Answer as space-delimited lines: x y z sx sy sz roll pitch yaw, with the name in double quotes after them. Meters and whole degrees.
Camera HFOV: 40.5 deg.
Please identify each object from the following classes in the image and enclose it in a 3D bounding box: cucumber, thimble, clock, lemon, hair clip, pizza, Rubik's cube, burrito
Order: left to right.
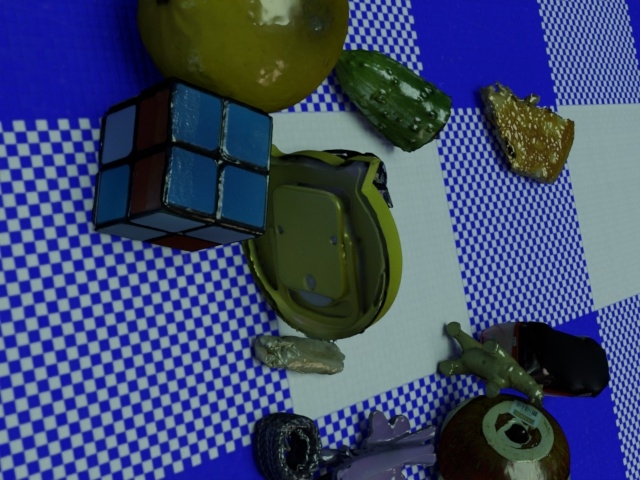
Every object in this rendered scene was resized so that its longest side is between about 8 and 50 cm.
-0.184 -0.093 1.159 0.167 0.180 0.183 16 69 -41 "Rubik's cube"
-0.104 -0.313 1.215 0.297 0.297 0.297 10 75 -43 "lemon"
-0.048 0.311 1.299 0.095 0.066 0.104 -21 100 -44 "thimble"
-0.027 0.180 1.358 0.188 0.045 0.058 14 79 -44 "burrito"
0.003 0.000 1.254 0.071 0.277 0.293 -23 123 -46 "clock"
0.083 0.349 1.413 0.278 0.090 0.137 -3 89 -49 "hair clip"
0.109 -0.269 1.533 0.244 0.134 0.134 30 62 -26 "cucumber"
0.439 -0.237 1.882 0.297 0.071 0.189 22 79 -36 "pizza"

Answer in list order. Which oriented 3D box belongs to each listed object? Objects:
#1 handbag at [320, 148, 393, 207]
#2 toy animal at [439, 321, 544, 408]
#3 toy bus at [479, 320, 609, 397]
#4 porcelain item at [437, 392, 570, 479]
0.035 -0.043 1.406 0.229 0.127 0.207 -8 88 -38 "handbag"
0.313 0.234 1.585 0.101 0.219 0.103 30 84 -34 "toy animal"
0.449 0.244 1.744 0.303 0.147 0.127 17 70 -44 "toy bus"
0.324 0.408 1.575 0.253 0.253 0.252 10 75 -43 "porcelain item"
